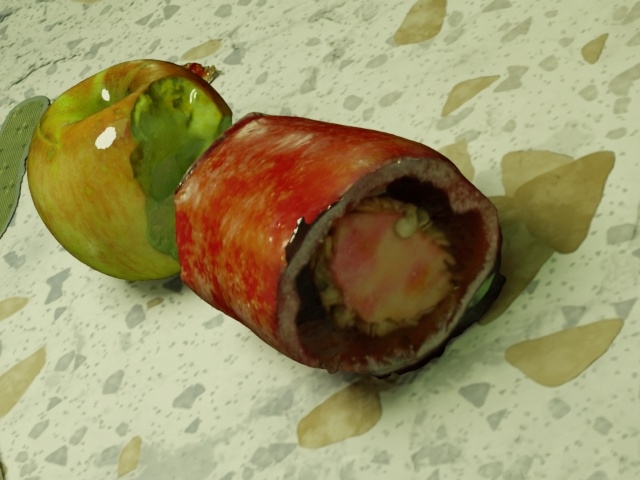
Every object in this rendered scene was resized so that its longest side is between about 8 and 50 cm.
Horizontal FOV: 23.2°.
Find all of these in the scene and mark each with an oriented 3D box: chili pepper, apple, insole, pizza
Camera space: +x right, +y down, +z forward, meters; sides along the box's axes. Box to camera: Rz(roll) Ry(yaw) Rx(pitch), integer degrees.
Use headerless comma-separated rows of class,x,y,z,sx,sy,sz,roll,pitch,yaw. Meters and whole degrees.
chili pepper,0.000,0.000,1.548,0.251,0.229,0.305,-50,30,-13
apple,-0.198,-0.074,1.742,0.246,0.226,0.246,-20,31,13
insole,-0.433,-0.082,2.096,0.109,0.007,0.322,-12,45,27
pizza,-0.190,-0.207,2.024,0.100,0.029,0.099,-41,37,-7

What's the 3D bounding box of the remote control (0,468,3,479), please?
remote control,-0.382,0.272,1.657,0.090,0.049,0.230,-35,39,6
